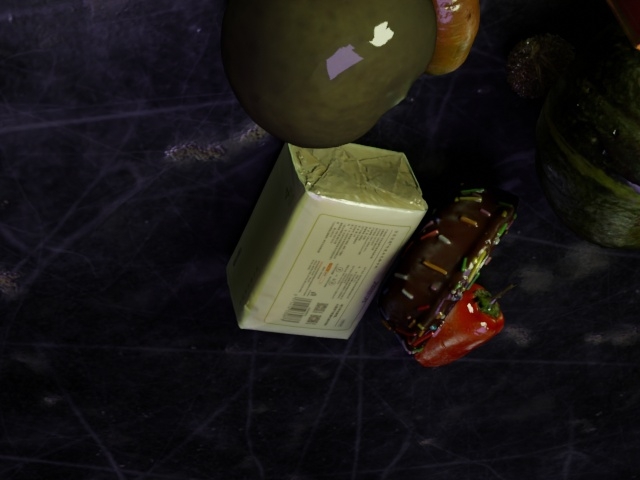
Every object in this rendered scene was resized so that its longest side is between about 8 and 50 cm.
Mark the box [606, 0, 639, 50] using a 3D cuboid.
[{"bbox_3d":[0.307,-0.308,0.964,0.089,0.313,0.197,24,126,-35],"label":"box"}]

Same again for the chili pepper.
[{"bbox_3d":[0.205,0.104,1.540,0.084,0.086,0.192,41,130,-10],"label":"chili pepper"}]

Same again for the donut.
[{"bbox_3d":[0.149,0.027,1.363,0.089,0.235,0.235,35,128,6],"label":"donut"}]

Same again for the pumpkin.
[{"bbox_3d":[0.366,-0.128,1.210,0.320,0.192,0.320,-34,157,-17],"label":"pumpkin"}]

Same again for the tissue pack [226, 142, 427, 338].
[{"bbox_3d":[0.000,0.000,1.352,0.159,0.125,0.234,8,132,-23],"label":"tissue pack"}]

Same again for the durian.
[{"bbox_3d":[0.243,-0.187,1.254,0.080,0.080,0.091,-6,148,-7],"label":"durian"}]

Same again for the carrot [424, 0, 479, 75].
[{"bbox_3d":[0.122,-0.255,1.144,0.087,0.087,0.193,-7,138,-6],"label":"carrot"}]

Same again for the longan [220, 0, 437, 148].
[{"bbox_3d":[0.003,-0.197,1.101,0.196,0.196,0.220,23,138,-32],"label":"longan"}]
